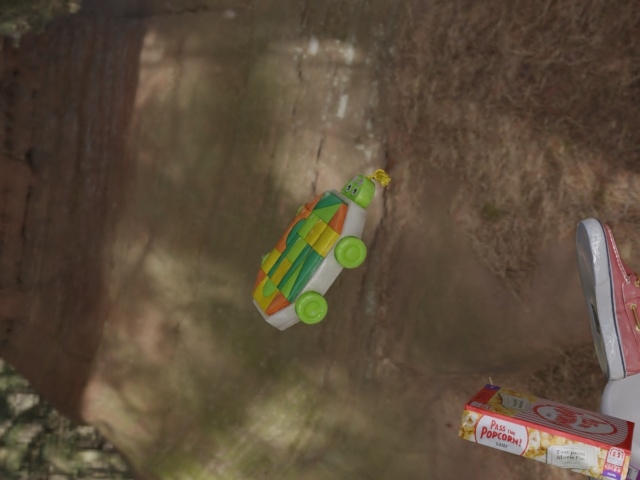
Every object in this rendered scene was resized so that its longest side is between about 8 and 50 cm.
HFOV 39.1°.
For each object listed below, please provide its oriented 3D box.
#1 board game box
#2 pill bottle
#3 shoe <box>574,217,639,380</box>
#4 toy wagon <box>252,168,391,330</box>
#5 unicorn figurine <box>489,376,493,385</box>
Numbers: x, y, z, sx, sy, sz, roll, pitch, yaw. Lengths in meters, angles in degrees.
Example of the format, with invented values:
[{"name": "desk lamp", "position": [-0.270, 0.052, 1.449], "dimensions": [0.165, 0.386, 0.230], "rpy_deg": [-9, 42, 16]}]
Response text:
[{"name": "board game box", "position": [0.280, 0.233, 1.102], "dimensions": [0.193, 0.146, 0.045], "rpy_deg": [13, 96, 19]}, {"name": "pill bottle", "position": [0.480, 0.319, 1.310], "dimensions": [0.302, 0.169, 0.169], "rpy_deg": [78, 175, -49]}, {"name": "shoe", "position": [0.308, 0.052, 0.892], "dimensions": [0.063, 0.081, 0.178], "rpy_deg": [-94, -11, -70]}, {"name": "toy wagon", "position": [0.000, 0.000, 1.664], "dimensions": [0.344, 0.068, 0.267], "rpy_deg": [-55, 24, 3]}, {"name": "unicorn figurine", "position": [0.359, 0.319, 1.685], "dimensions": [0.161, 0.111, 0.060], "rpy_deg": [20, 101, 33]}]
